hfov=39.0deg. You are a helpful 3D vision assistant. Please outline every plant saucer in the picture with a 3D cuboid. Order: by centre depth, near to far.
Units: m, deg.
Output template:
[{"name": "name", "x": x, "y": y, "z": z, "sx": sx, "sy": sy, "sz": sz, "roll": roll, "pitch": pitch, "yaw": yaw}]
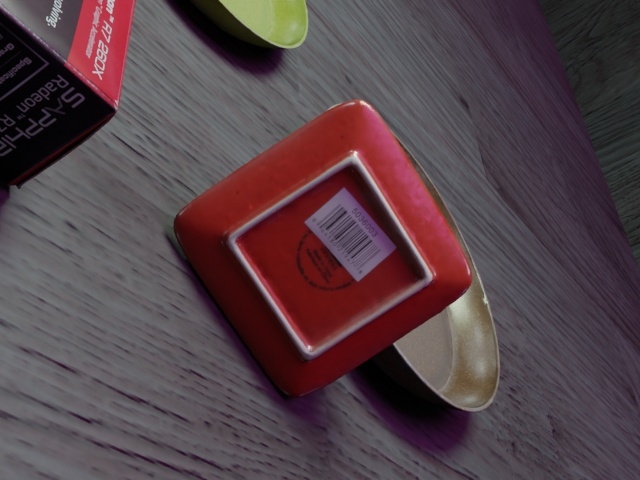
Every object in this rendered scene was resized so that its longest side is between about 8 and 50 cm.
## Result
[{"name": "plant saucer", "x": -0.096, "y": -0.274, "z": 0.824, "sx": 0.241, "sy": 0.037, "sz": 0.241, "roll": 44, "pitch": 31, "yaw": -36}, {"name": "plant saucer", "x": 0.072, "y": 0.019, "z": 0.846, "sx": 0.310, "sy": 0.050, "sz": 0.310, "roll": 45, "pitch": 30, "yaw": -35}]

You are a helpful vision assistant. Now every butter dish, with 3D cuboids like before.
[{"name": "butter dish", "x": 0.000, "y": 0.000, "z": 0.644, "sx": 0.160, "sy": 0.160, "sz": 0.118, "roll": 57, "pitch": 2, "yaw": -13}]

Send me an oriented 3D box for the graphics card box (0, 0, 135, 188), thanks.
[{"name": "graphics card box", "x": -0.241, "y": -0.222, "z": 0.424, "sx": 0.371, "sy": 0.094, "sz": 0.233, "roll": 41, "pitch": 32, "yaw": -37}]
